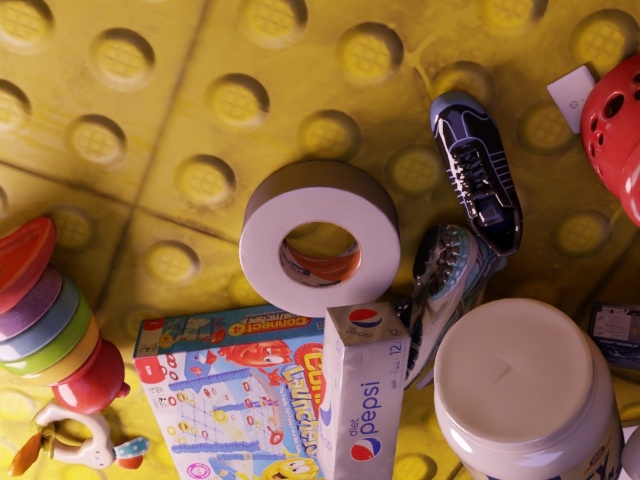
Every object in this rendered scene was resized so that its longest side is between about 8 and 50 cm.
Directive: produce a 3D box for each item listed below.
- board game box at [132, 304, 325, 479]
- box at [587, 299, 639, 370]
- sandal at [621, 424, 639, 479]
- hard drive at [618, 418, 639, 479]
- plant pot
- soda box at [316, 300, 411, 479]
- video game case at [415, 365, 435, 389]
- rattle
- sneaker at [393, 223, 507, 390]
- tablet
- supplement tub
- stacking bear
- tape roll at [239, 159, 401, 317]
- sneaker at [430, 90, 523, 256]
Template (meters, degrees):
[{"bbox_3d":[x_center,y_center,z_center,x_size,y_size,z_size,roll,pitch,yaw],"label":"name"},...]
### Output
[{"bbox_3d":[-0.099,0.247,1.436,0.302,0.086,0.308,-8,125,8],"label":"board game box"},{"bbox_3d":[0.500,0.144,1.263,0.231,0.056,0.183,6,162,29],"label":"box"},{"bbox_3d":[0.593,0.253,1.373,0.416,0.102,0.169,-2,125,-33],"label":"sandal"},{"bbox_3d":[0.562,0.444,1.489,0.210,0.040,0.319,-11,93,9],"label":"hard drive"},{"bbox_3d":[0.426,-0.113,1.111,0.191,0.174,0.191,0,124,-1],"label":"plant pot"},{"bbox_3d":[0.055,0.228,1.314,0.098,0.091,0.286,-7,123,-14],"label":"soda box"},{"bbox_3d":[0.200,0.180,1.375,0.011,0.122,0.087,51,121,20],"label":"video game case"},{"bbox_3d":[-0.381,0.353,1.493,0.199,0.143,0.130,40,99,-17],"label":"rattle"},{"bbox_3d":[0.177,0.111,1.314,0.122,0.110,0.283,9,123,-26],"label":"sneaker"},{"bbox_3d":[0.329,-0.178,1.171,0.054,0.006,0.083,-29,119,21],"label":"tablet"},{"bbox_3d":[0.290,0.240,1.278,0.235,0.235,0.325,-16,145,13],"label":"supplement tub"},{"bbox_3d":[-0.387,0.137,1.331,0.175,0.164,0.289,-20,127,15],"label":"stacking bear"},{"bbox_3d":[0.000,0.000,1.267,0.219,0.072,0.219,1,126,1],"label":"tape roll"},{"bbox_3d":[0.209,-0.082,1.191,0.081,0.090,0.232,-23,122,17],"label":"sneaker"}]
